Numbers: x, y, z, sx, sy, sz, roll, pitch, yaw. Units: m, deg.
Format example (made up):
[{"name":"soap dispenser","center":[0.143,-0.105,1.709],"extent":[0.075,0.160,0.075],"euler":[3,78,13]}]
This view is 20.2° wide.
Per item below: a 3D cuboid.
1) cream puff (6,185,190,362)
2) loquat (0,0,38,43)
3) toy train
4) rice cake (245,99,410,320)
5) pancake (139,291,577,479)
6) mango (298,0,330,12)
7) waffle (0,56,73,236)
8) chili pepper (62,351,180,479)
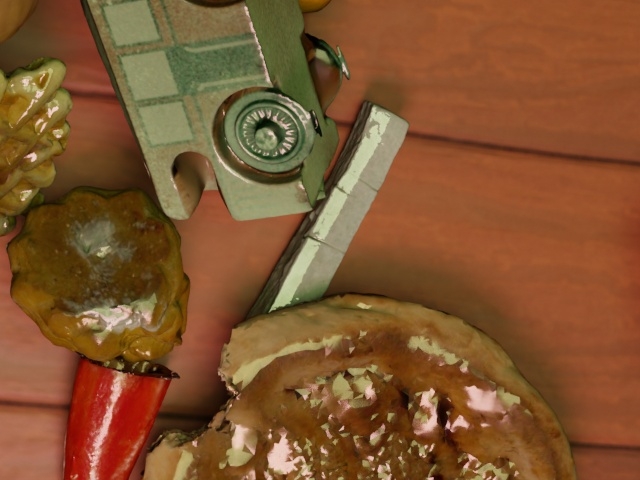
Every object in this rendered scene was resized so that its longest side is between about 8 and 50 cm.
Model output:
[{"name":"cream puff","center":[-0.167,0.033,1.402],"extent":[0.146,0.116,0.146],"euler":[-1,64,1]},{"name":"loquat","center":[-0.319,-0.241,1.251],"extent":[0.283,0.276,0.276],"euler":[15,90,-9]},{"name":"toy train","center":[-0.085,-0.168,1.340],"extent":[0.159,0.129,0.326],"euler":[-8,121,16]},{"name":"rice cake","center":[0.000,0.000,1.473],"extent":[0.045,0.042,0.245],"euler":[30,86,-20]},{"name":"pancake","center":[0.024,0.225,1.469],"extent":[0.382,0.071,0.382],"euler":[-3,101,-17]},{"name":"mango","center":[-0.046,-0.278,1.413],"extent":[0.144,0.112,0.219],"euler":[-33,114,-8]},{"name":"waffle","center":[-0.284,-0.053,1.327],"extent":[0.207,0.214,0.054],"euler":[-19,62,-23]},{"name":"chili pepper","center":[-0.173,0.176,1.436],"extent":[0.088,0.065,0.169],"euler":[10,99,-41]}]
